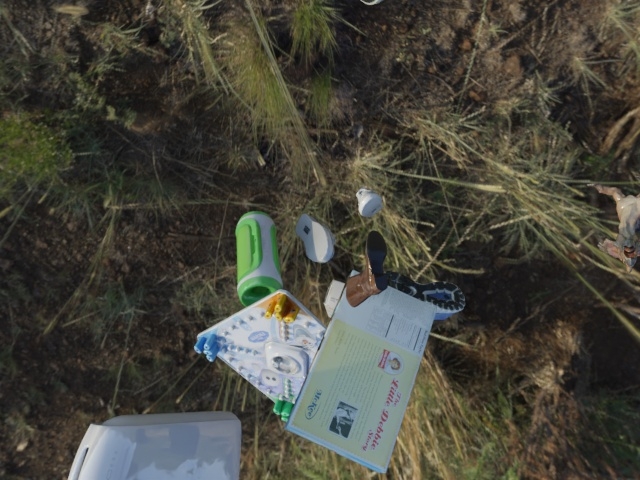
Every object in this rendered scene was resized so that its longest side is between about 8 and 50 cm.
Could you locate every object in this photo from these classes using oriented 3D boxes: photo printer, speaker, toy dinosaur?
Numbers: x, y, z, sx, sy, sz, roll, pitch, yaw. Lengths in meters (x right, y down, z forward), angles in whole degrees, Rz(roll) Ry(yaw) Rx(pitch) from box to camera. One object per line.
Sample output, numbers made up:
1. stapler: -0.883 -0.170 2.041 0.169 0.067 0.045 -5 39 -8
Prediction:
1. photo printer: -0.276 0.427 0.781 0.107 0.255 0.308 -9 159 33
2. speaker: -0.179 0.049 1.320 0.131 0.296 0.131 -6 134 -6
3. toy dinosaur: 0.728 -0.045 1.038 0.296 0.127 0.200 -10 95 -22

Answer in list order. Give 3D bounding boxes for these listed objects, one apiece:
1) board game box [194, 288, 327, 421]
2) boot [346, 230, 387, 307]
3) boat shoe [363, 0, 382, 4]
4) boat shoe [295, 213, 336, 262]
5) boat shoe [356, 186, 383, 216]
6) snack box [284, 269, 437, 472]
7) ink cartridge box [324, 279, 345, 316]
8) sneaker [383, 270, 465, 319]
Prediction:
1. board game box: -0.096 0.335 1.243 0.390 0.050 0.390 -31 112 36
2. boot: 0.071 0.050 0.771 0.037 0.106 0.114 7 158 -17
3. boat shoe: -0.051 -0.572 0.693 0.156 0.187 0.500 -45 125 -4
4. boat shoe: 0.000 0.000 1.363 0.088 0.267 0.096 23 99 -25
5. boat shoe: 0.121 -0.104 1.177 0.066 0.184 0.063 -41 79 14
6. snack box: 0.083 0.235 0.869 0.187 0.321 0.060 25 154 1
7. ink cartridge box: 0.104 0.219 1.540 0.159 0.092 0.218 17 164 11
8. sneaker: 0.267 0.194 1.431 0.330 0.129 0.147 12 141 -2
